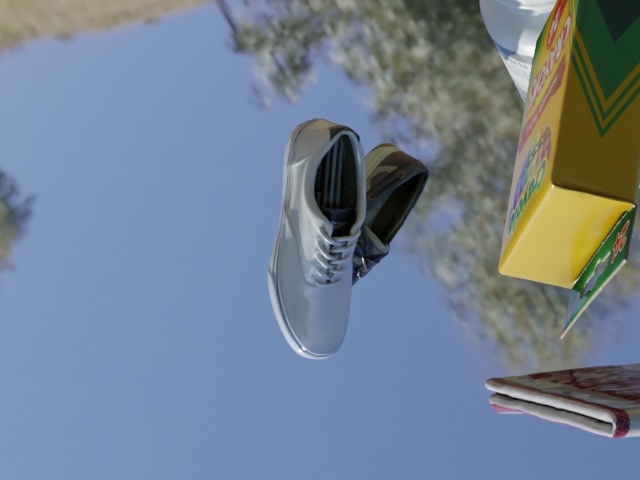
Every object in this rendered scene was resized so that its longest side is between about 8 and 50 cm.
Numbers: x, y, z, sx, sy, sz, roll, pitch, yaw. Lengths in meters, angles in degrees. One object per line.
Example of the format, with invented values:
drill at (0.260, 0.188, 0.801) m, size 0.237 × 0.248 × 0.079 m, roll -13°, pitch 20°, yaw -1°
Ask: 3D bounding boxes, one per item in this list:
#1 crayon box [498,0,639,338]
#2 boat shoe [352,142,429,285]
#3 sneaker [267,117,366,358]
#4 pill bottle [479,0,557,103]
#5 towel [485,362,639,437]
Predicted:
crayon box at (0.235, -0.094, 1.483) m, size 0.081 × 0.202 × 0.319 m, roll 13°, pitch -115°, yaw -3°
boat shoe at (0.044, -0.005, 1.827) m, size 0.073 × 0.080 × 0.224 m, roll 24°, pitch -101°, yaw 45°
sneaker at (0.000, 0.000, 1.725) m, size 0.094 × 0.258 × 0.091 m, roll -3°, pitch -176°, yaw -23°
pill bottle at (0.297, -0.236, 1.804) m, size 0.204 × 0.361 × 0.204 m, roll -15°, pitch -132°, yaw 18°
towel at (0.321, 0.119, 1.262) m, size 0.328 × 0.037 × 0.237 m, roll -4°, pitch -179°, yaw -17°
